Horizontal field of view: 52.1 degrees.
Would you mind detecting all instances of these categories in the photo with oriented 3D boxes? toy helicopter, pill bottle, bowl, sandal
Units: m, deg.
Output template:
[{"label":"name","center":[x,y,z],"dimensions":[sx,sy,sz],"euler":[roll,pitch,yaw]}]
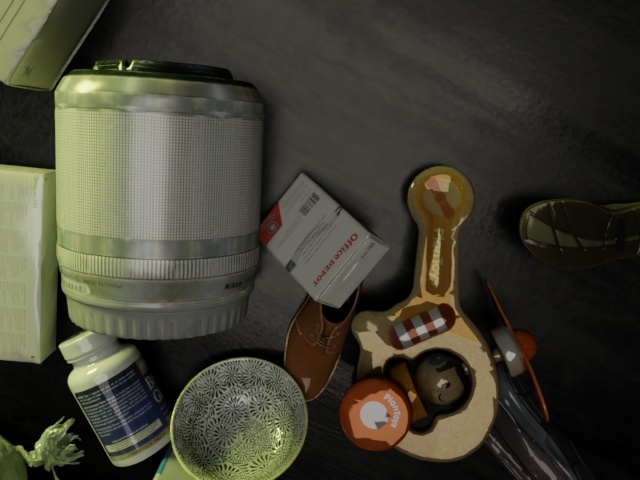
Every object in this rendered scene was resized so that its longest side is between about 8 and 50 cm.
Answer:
[{"label":"toy helicopter","center":[0.156,0.087,0.794],"dimensions":[0.235,0.140,0.355],"euler":[3,86,12]},{"label":"pill bottle","center":[-0.258,0.189,0.830],"dimensions":[0.094,0.094,0.169],"euler":[-25,100,4]},{"label":"bowl","center":[-0.098,0.242,0.834],"dimensions":[0.170,0.170,0.080],"euler":[-3,144,0]},{"label":"sandal","center":[0.343,-0.018,0.820],"dimensions":[0.219,0.060,0.090],"euler":[-7,107,-14]}]

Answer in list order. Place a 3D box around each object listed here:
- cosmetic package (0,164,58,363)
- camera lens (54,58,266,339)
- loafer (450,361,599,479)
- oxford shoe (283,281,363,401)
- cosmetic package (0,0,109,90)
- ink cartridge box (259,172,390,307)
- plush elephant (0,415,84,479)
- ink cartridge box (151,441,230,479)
[{"label":"cosmetic package","center":[-0.383,0.028,0.817],"dimensions":[0.099,0.060,0.239],"euler":[6,100,0]},{"label":"camera lens","center":[-0.175,-0.052,0.723],"dimensions":[0.219,0.219,0.274],"euler":[4,100,-1]},{"label":"loafer","center":[0.287,0.296,0.861],"dimensions":[0.095,0.109,0.302],"euler":[-34,92,24]},{"label":"oxford shoe","center":[0.001,0.114,0.829],"dimensions":[0.076,0.076,0.212],"euler":[16,102,-5]},{"label":"cosmetic package","center":[-0.406,-0.314,0.721],"dimensions":[0.296,0.129,0.153],"euler":[37,97,-6]},{"label":"ink cartridge box","center":[0.000,0.000,0.780],"dimensions":[0.099,0.056,0.135],"euler":[-50,55,8]},{"label":"plush elephant","center":[-0.461,0.356,0.777],"dimensions":[0.330,0.255,0.272],"euler":[-30,99,5]},{"label":"ink cartridge box","center":[-0.203,0.434,0.809],"dimensions":[0.129,0.223,0.307],"euler":[25,99,-5]}]
